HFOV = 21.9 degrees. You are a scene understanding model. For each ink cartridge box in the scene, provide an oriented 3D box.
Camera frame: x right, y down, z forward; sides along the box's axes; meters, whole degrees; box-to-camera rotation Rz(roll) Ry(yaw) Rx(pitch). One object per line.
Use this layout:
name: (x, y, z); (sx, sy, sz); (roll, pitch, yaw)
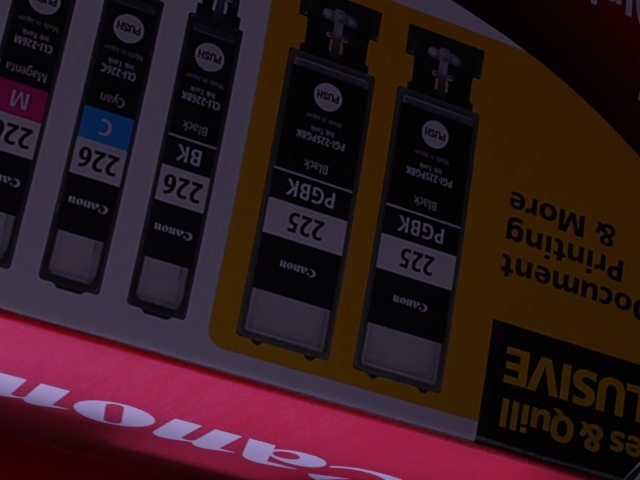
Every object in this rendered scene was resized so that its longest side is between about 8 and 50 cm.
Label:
ink cartridge box: (-0.024, 0.001, 0.531); (0.130, 0.309, 0.272); (143, 139, -59)

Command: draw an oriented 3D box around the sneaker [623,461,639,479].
sneaker: (0.063, 0.141, 0.458); (0.112, 0.121, 0.299); (-96, 30, -54)
